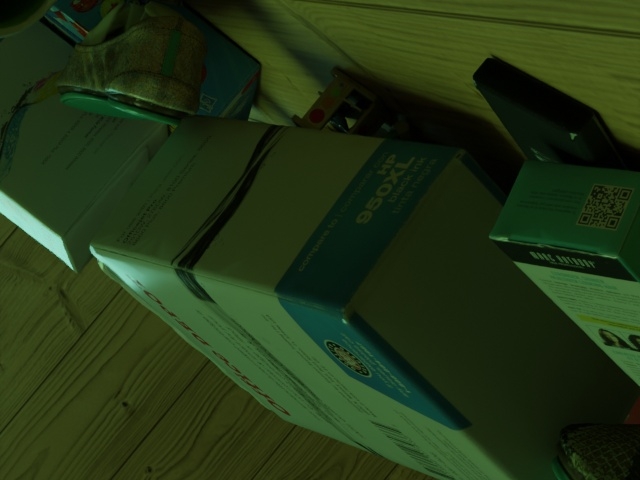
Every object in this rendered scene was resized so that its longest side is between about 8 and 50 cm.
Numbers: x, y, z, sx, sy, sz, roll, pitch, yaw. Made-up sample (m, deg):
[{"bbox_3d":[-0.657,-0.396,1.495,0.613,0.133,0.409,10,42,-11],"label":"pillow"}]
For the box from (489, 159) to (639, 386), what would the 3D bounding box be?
[{"bbox_3d":[0.218,0.039,1.172,0.100,0.060,0.244,10,157,44],"label":"box"}]

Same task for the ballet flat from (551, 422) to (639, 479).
[{"bbox_3d":[0.390,0.259,1.386,0.483,0.182,0.164,44,-167,-16],"label":"ballet flat"}]

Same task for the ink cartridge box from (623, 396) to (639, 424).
[{"bbox_3d":[0.361,0.243,1.707,0.283,0.117,0.207,39,174,10],"label":"ink cartridge box"}]

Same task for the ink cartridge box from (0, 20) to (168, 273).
[{"bbox_3d":[-0.296,-0.111,1.885,0.233,0.168,0.171,37,169,6],"label":"ink cartridge box"}]

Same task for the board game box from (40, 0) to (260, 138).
[{"bbox_3d":[-0.213,-0.208,1.902,0.302,0.086,0.308,39,170,2],"label":"board game box"}]

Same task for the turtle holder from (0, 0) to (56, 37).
[{"bbox_3d":[-0.302,-0.260,1.428,0.227,0.243,0.320,37,173,11],"label":"turtle holder"}]

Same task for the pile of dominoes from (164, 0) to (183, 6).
[{"bbox_3d":[-0.250,-0.260,1.650,0.251,0.040,0.196,11,-174,-3],"label":"pile of dominoes"}]

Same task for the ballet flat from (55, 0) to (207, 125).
[{"bbox_3d":[-0.163,-0.162,1.635,0.108,0.106,0.316,13,-179,-22],"label":"ballet flat"}]

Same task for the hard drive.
[{"bbox_3d":[0.159,-0.058,1.160,0.094,0.022,0.135,35,173,40],"label":"hard drive"}]

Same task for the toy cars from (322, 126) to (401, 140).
[{"bbox_3d":[0.057,-0.026,1.719,0.176,0.087,0.394,40,174,-13],"label":"toy cars"}]

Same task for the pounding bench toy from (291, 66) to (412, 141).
[{"bbox_3d":[0.028,-0.090,1.516,0.083,0.065,0.052,36,173,28],"label":"pounding bench toy"}]

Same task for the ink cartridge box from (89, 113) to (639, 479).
[{"bbox_3d":[0.032,0.052,1.495,0.285,0.166,0.395,45,162,-31],"label":"ink cartridge box"}]
